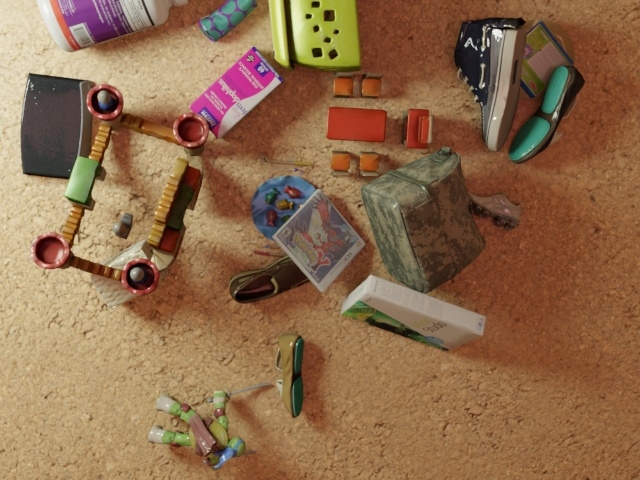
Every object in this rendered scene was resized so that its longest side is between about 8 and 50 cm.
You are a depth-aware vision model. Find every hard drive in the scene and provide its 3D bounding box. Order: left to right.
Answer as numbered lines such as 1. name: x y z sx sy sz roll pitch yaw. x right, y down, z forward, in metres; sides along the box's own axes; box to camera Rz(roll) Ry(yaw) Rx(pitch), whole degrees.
1. hard drive: -0.662 -0.281 1.802 0.171 0.054 0.255 6 99 -6

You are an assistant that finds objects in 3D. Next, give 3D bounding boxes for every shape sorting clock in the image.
1. shape sorting clock: 0.559 -0.470 1.884 0.206 0.040 0.206 -1 104 -4

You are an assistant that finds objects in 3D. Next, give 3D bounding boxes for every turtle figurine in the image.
1. turtle figurine: -0.302 0.505 1.942 0.266 0.275 0.198 14 122 13

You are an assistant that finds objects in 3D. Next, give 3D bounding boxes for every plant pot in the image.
1. plant pot: -0.013 -0.517 1.740 0.207 0.228 0.227 -5 100 2

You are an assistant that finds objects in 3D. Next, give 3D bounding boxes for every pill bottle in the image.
1. pill bottle: -0.486 -0.574 1.705 0.322 0.181 0.182 -18 101 -2

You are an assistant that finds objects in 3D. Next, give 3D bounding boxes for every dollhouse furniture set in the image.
1. dollhouse furniture set: 0.144 -0.290 1.830 0.259 0.135 0.262 1 99 -5

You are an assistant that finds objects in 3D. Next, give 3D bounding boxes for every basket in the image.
1. basket: -0.491 0.087 1.853 0.167 0.103 0.113 -30 102 0

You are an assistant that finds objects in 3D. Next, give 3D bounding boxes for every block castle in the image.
1. block castle: -0.457 -0.111 1.707 0.302 0.213 0.454 18 79 -5

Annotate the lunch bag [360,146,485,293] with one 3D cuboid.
1. lunch bag: 0.277 -0.052 1.827 0.256 0.212 0.305 -29 117 -15

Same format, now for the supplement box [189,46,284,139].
1. supplement box: -0.208 -0.365 1.800 0.220 0.114 0.111 -42 101 4

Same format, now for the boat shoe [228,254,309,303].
1. boat shoe: -0.112 0.108 1.889 0.257 0.095 0.095 -20 112 1

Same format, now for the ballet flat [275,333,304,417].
1. ballet flat: -0.085 0.364 1.962 0.073 0.080 0.232 5 97 22

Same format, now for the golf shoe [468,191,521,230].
1. golf shoe: 0.459 -0.098 1.937 0.176 0.069 0.086 26 76 -12

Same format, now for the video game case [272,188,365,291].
1. video game case: 0.000 0.000 1.878 0.183 0.023 0.201 -47 108 -21

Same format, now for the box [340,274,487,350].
1. box: 0.233 0.195 1.875 0.321 0.232 0.059 21 67 -7

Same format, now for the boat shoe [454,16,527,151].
1. boat shoe: 0.422 -0.406 1.859 0.158 0.127 0.341 18 118 28

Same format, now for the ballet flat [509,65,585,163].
1. ballet flat: 0.601 -0.314 1.881 0.096 0.095 0.280 14 114 -32

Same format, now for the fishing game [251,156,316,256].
1. fishing game: -0.089 -0.079 1.893 0.189 0.041 0.264 8 101 -7

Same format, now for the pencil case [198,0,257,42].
1. pencil case: -0.231 -0.561 1.788 0.151 0.064 0.070 -40 125 2
